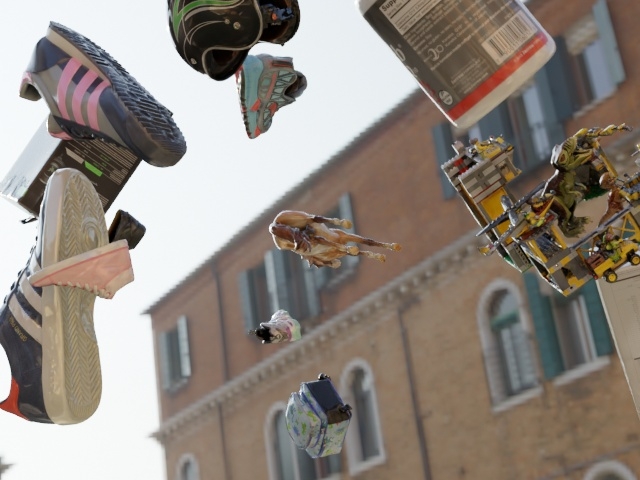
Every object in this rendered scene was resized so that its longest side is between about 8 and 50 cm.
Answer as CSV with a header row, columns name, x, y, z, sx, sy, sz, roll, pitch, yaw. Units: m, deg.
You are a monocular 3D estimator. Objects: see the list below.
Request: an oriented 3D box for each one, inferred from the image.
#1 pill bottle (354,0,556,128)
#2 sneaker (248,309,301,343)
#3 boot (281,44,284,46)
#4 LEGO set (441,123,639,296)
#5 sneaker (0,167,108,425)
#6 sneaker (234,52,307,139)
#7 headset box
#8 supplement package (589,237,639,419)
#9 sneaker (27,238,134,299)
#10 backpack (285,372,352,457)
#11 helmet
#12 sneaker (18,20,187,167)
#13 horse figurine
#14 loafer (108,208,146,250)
name,x,y,z,sx,sy,sz,roll,pitch,yaw
pill bottle,0.186,-0.375,1.901,0.210,0.363,0.210,-41,2,1
sneaker,-0.075,0.129,1.755,0.069,0.038,0.098,-10,8,-19
boot,-0.103,-0.319,1.855,0.099,0.121,0.045,7,14,5
LEGO set,0.301,-0.081,1.551,0.255,0.192,0.331,-34,17,8
sneaker,-0.383,0.075,1.618,0.148,0.350,0.131,-4,-13,24
sneaker,-0.082,-0.252,2.099,0.125,0.104,0.262,-9,-11,-3
headset box,-0.404,-0.137,1.981,0.131,0.283,0.246,36,-7,-24
supplement package,0.489,0.123,1.714,0.139,0.244,0.134,-16,13,13
sneaker,-0.301,0.051,1.524,0.134,0.070,0.051,-20,3,-20
backpack,-0.008,0.298,1.955,0.084,0.105,0.114,-11,-50,-25
helmet,-0.126,-0.302,1.575,0.162,0.169,0.169,-14,-22,28
sneaker,-0.303,-0.169,1.630,0.131,0.319,0.112,-54,-36,12
horse figurine,0.000,0.000,1.775,0.174,0.066,0.263,6,-6,30
loafer,-0.375,0.021,2.075,0.062,0.170,0.061,-4,-43,44
